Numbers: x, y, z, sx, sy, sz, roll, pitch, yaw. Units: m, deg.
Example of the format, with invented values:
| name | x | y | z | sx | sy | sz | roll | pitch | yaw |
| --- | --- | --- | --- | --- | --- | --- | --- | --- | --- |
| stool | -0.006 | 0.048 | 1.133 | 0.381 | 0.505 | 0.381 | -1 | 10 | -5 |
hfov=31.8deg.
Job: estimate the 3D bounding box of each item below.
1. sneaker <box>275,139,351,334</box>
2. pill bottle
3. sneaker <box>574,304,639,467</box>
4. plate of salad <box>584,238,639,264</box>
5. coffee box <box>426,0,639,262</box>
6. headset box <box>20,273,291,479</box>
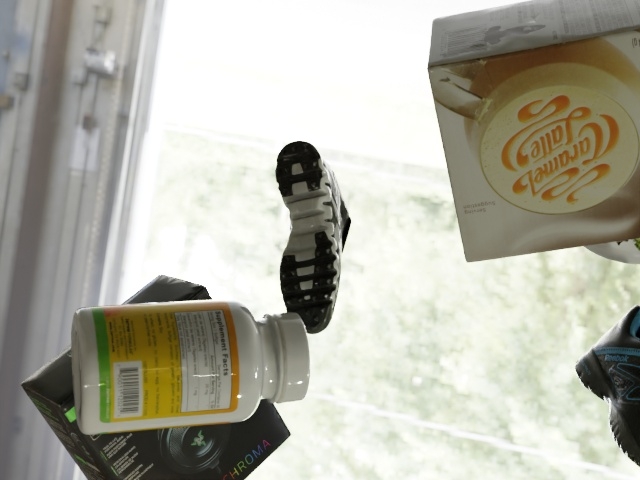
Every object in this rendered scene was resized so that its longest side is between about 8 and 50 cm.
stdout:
| name | x | y | z | sx | sy | sz | roll | pitch | yaw |
| --- | --- | --- | --- | --- | --- | --- | --- | --- | --- |
| sneaker | 0.000 | 0.000 | 1.376 | 0.078 | 0.234 | 0.106 | -10 | 167 | 24 |
| pill bottle | -0.142 | 0.134 | 1.225 | 0.246 | 0.136 | 0.136 | -2 | -175 | -17 |
| sneaker | 0.454 | 0.211 | 1.492 | 0.125 | 0.139 | 0.341 | 24 | -160 | -25 |
| plate of salad | 0.439 | -0.025 | 1.557 | 0.200 | 0.048 | 0.200 | 10 | 140 | 9 |
| coffee box | 0.202 | -0.084 | 0.709 | 0.246 | 0.141 | 0.098 | -8 | -153 | 12 |
| headset box | -0.215 | 0.216 | 1.484 | 0.246 | 0.283 | 0.131 | -39 | -153 | -26 |
